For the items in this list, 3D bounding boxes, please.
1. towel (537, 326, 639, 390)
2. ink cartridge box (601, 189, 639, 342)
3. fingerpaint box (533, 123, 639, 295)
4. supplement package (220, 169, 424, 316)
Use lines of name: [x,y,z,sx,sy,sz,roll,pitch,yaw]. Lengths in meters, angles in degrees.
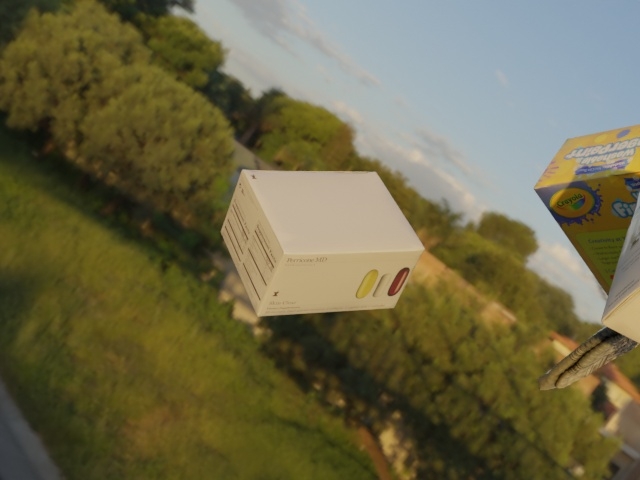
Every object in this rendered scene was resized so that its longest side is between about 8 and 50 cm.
towel: [0.538,0.140,1.580,0.056,0.312,0.324,58,-22,16]
ink cartridge box: [0.486,0.011,1.159,0.207,0.283,0.117,27,-31,1]
fingerpaint box: [0.685,-0.040,1.772,0.371,0.163,0.444,50,-29,-20]
supplement package: [0.000,0.000,1.595,0.261,0.145,0.204,-2,44,-28]
